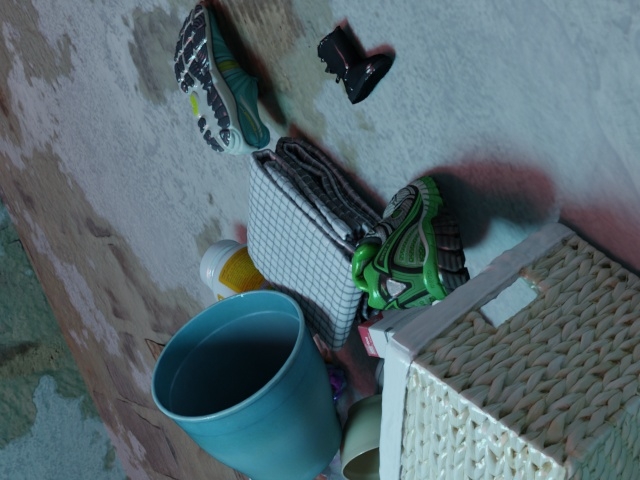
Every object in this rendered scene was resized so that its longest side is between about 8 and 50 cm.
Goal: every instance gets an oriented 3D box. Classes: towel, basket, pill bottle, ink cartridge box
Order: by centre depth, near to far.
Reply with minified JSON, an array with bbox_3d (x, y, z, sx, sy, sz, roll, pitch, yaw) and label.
[{"bbox_3d":[0.271,0.216,1.439,0.266,0.328,0.331,32,140,35],"label":"basket"},{"bbox_3d":[0.139,0.139,1.809,0.135,0.099,0.056,5,119,58],"label":"ink cartridge box"},{"bbox_3d":[0.000,0.000,1.896,0.283,0.121,0.235,45,146,30],"label":"towel"},{"bbox_3d":[-0.108,0.085,2.121,0.246,0.136,0.136,28,138,45],"label":"pill bottle"}]

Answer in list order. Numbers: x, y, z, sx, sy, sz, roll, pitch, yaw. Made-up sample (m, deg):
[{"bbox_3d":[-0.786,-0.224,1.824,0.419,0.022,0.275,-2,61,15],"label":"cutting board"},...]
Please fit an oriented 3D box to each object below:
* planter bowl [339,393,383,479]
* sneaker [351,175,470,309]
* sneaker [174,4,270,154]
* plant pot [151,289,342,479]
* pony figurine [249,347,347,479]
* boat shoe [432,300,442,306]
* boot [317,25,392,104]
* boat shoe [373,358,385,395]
[{"bbox_3d":[0.103,0.328,2.002,0.162,0.162,0.109,106,155,-53],"label":"planter bowl"},{"bbox_3d":[0.108,0.001,1.591,0.343,0.146,0.134,-88,-14,-78],"label":"sneaker"},{"bbox_3d":[-0.162,-0.259,1.935,0.107,0.110,0.275,-38,64,44],"label":"sneaker"},{"bbox_3d":[-0.095,0.266,1.929,0.272,0.271,0.255,21,148,50],"label":"plant pot"},{"bbox_3d":[-0.051,0.407,2.188,0.363,0.303,0.351,-47,47,43],"label":"pony figurine"},{"bbox_3d":[0.218,0.148,1.733,0.063,0.066,0.184,-1,113,43],"label":"boat shoe"},{"bbox_3d":[0.045,-0.258,1.666,0.099,0.045,0.121,59,152,10],"label":"boot"},{"bbox_3d":[0.112,0.242,2.021,0.035,0.035,0.100,15,130,17],"label":"boat shoe"}]
